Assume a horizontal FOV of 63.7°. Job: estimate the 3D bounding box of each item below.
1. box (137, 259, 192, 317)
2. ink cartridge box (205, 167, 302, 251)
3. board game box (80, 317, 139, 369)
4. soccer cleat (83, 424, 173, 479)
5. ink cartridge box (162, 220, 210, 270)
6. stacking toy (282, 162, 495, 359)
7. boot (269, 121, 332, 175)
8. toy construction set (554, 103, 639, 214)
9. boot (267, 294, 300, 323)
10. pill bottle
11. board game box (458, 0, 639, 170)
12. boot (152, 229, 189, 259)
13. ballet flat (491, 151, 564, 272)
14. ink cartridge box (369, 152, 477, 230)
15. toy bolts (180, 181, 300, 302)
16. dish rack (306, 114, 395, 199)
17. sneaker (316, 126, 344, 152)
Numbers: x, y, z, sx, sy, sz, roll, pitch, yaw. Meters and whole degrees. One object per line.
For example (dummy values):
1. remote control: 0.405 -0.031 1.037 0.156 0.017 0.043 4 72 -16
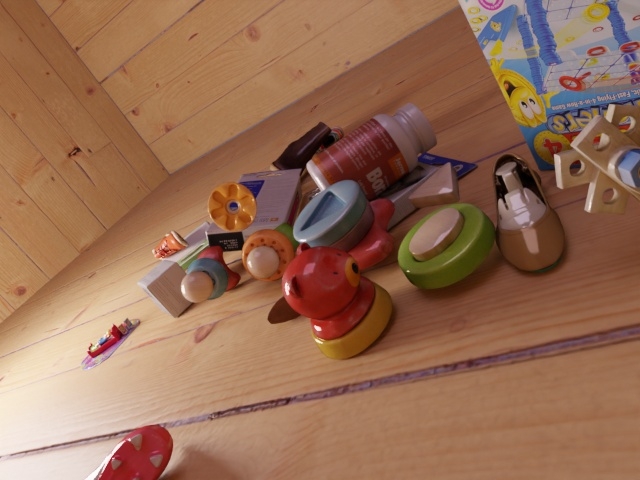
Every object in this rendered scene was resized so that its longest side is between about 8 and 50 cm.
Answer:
1. box: -0.345 0.108 1.180 0.087 0.102 0.101 -45 22 -22
2. ink cartridge box: -0.146 -0.086 1.277 0.176 0.069 0.370 -5 29 8
3. board game box: -0.523 0.240 1.255 0.133 0.033 0.168 -16 27 39
4. soccer cleat: -0.287 0.335 0.649 0.248 0.083 0.095 -44 -7 -13
5. ink cartridge box: -0.350 0.033 1.423 0.171 0.056 0.235 -38 24 -10
6. stacking toy: 0.071 -0.022 0.725 0.280 0.130 0.308 -33 27 19
7. boot: -0.051 -0.267 1.534 0.207 0.090 0.248 -44 19 9
8. toy construction set: 0.334 -0.011 0.380 0.215 0.151 0.327 -31 32 10
9. boot: -0.038 0.088 0.860 0.119 0.042 0.087 -33 14 1
10. pill bottle: 0.093 -0.147 0.924 0.216 0.121 0.121 -34 20 2
11. board game box: 0.352 -0.238 0.609 0.086 0.301 0.308 -43 22 -21
12. boot: -0.410 0.019 1.401 0.084 0.059 0.158 -48 16 -21
13. ballet flat: 0.251 -0.046 0.661 0.080 0.073 0.232 -26 22 23
14. ink cartridge box: 0.152 -0.112 0.996 0.224 0.045 0.223 -36 21 -4
15. toy bolts: -0.184 0.019 0.997 0.229 0.218 0.158 -37 6 14
16. dish rack: 0.080 -0.185 1.150 0.208 0.074 0.271 -29 7 40
17. sneaker: -0.003 -0.313 1.660 0.161 0.057 0.075 -20 20 27
